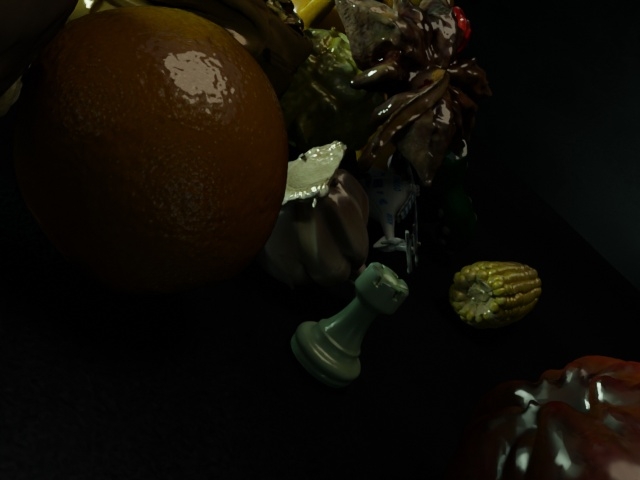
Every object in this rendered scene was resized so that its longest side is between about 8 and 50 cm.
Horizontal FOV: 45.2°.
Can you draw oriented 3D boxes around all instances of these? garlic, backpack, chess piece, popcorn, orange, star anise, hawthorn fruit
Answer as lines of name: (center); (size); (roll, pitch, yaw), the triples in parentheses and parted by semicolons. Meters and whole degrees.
garlic: (0.000, 0.000, 0.783); (0.131, 0.127, 0.194); (-90, 155, -45)
backpack: (-0.179, -0.282, 0.936); (0.378, 0.201, 0.353); (16, 28, -45)
chess piece: (0.029, 0.069, 0.656); (0.067, 0.103, 0.067); (35, 18, -13)
popcorn: (0.003, -0.210, 1.133); (0.187, 0.167, 0.185); (48, -1, 35)
orange: (-0.115, -0.060, 0.546); (0.206, 0.206, 0.206); (34, 19, -13)
star anise: (0.139, -0.218, 1.045); (0.350, 0.109, 0.292); (-14, 77, -44)
hawthorn fruit: (0.209, 0.213, 0.525); (0.260, 0.224, 0.224); (61, 19, -2)

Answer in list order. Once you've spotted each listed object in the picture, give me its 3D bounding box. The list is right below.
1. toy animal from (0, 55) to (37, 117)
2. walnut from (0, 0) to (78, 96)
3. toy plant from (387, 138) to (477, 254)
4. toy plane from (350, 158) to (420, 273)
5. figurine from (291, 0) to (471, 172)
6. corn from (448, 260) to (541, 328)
toy animal: (-0.285, -0.146, 0.601); (0.137, 0.098, 0.098); (20, 15, 13)
walnut: (-0.268, -0.155, 0.404); (0.273, 0.273, 0.227); (43, -25, 13)
toy plant: (0.170, -0.102, 1.236); (0.232, 0.113, 0.243); (55, -17, 42)
toy plane: (0.090, -0.034, 1.087); (0.273, 0.107, 0.182); (-88, 170, -46)
figurine: (0.064, -0.359, 1.356); (0.387, 0.400, 0.268); (17, 16, -44)
corn: (0.255, 0.075, 1.092); (0.093, 0.093, 0.244); (46, 19, 21)
